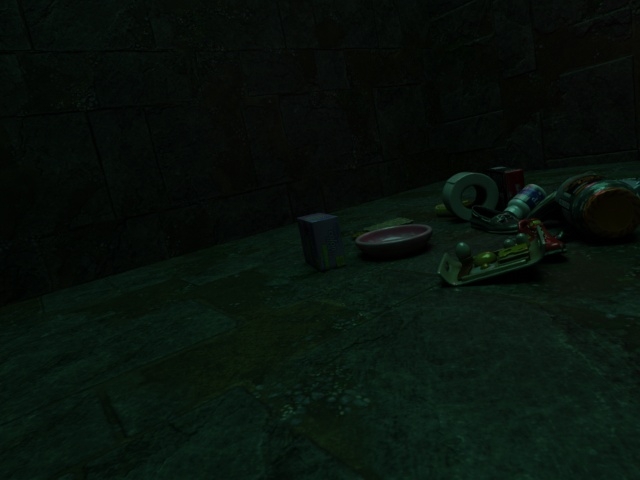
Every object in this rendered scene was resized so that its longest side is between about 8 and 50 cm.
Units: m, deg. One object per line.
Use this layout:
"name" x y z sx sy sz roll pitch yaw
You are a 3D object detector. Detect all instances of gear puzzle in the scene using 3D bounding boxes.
"gear puzzle" 0.330 -0.055 2.252 0.340 0.044 0.175 -17 13 -15

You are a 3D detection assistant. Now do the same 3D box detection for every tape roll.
"tape roll" 0.773 -0.232 2.161 0.247 0.245 0.169 -10 10 6

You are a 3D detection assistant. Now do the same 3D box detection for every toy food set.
"toy food set" 0.527 0.035 1.290 0.307 0.092 0.220 -21 5 26

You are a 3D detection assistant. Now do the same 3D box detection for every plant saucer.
"plant saucer" 0.321 0.006 1.810 0.333 0.084 0.332 -11 10 2

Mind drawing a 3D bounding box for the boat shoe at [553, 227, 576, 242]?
"boat shoe" 0.852 -0.013 1.481 0.133 0.041 0.049 -16 14 -18

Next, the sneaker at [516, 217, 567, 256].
"sneaker" 0.725 -0.014 1.401 0.108 0.118 0.279 -11 11 5

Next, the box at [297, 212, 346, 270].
"box" 0.000 0.000 1.816 0.118 0.213 0.243 -14 12 -17

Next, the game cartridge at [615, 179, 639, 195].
"game cartridge" 1.200 -0.184 1.782 0.198 0.062 0.297 -41 10 4

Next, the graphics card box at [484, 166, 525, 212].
"graphics card box" 0.942 -0.253 2.127 0.095 0.232 0.371 -11 10 8

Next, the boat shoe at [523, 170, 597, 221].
"boat shoe" 1.009 -0.145 1.706 0.356 0.130 0.132 -34 -21 3

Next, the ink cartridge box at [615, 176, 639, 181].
"ink cartridge box" 1.488 -0.264 2.088 0.166 0.065 0.333 -1 14 45

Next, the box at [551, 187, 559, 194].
"box" 1.226 -0.213 2.044 0.148 0.077 0.180 -3 13 35

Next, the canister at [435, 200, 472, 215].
"canister" 0.757 -0.180 2.366 0.126 0.073 0.170 -17 11 -31

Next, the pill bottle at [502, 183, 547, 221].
"pill bottle" 0.914 -0.158 1.874 0.187 0.112 0.112 -40 19 -14

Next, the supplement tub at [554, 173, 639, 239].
"supplement tub" 0.981 -0.123 1.478 0.208 0.206 0.338 -8 11 18

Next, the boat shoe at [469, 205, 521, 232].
"boat shoe" 0.770 -0.097 1.852 0.112 0.095 0.335 -13 11 -10
